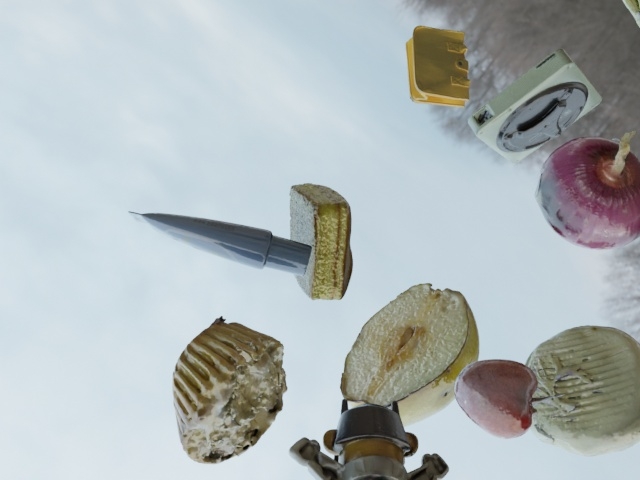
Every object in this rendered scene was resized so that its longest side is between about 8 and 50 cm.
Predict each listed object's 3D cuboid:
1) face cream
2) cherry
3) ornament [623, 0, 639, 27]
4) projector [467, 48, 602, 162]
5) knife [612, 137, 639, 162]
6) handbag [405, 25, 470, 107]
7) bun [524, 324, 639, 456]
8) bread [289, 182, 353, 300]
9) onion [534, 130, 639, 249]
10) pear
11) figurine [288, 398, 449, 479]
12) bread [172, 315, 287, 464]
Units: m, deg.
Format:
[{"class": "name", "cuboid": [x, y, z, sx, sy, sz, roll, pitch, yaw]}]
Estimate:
[{"class": "face cream", "cuboid": [-0.211, -0.003, 1.779, 0.385, 0.086, 0.135, 14, 173, -4]}, {"class": "cherry", "cuboid": [0.244, 0.209, 1.147, 0.126, 0.106, 0.087, 36, 166, -1]}, {"class": "ornament", "cuboid": [0.397, -0.247, 0.941, 0.180, 0.059, 0.201, -11, -123, -41]}, {"class": "projector", "cuboid": [0.498, -0.292, 1.919, 0.259, 0.257, 0.079, 19, -141, -55]}, {"class": "knife", "cuboid": [0.661, -0.161, 1.754, 0.210, 0.015, 0.028, 29, -129, -38]}, {"class": "handbag", "cuboid": [0.119, -0.175, 0.852, 0.061, 0.027, 0.083, 4, -115, -13]}, {"class": "bun", "cuboid": [0.524, 0.300, 1.655, 0.273, 0.273, 0.168, 54, -177, 38]}, {"class": "bread", "cuboid": [0.000, 0.000, 1.943, 0.110, 0.234, 0.184, -6, -157, -20]}, {"class": "onion", "cuboid": [0.481, -0.082, 1.508, 0.200, 0.200, 0.207, -18, -86, -65]}, {"class": "pear", "cuboid": [0.243, 0.309, 2.060, 0.340, 0.386, 0.191, 10, 145, 53]}, {"class": "figurine", "cuboid": [0.098, 0.420, 1.560, 0.308, 0.143, 0.308, 22, -137, -22]}, {"class": "bread", "cuboid": [-0.175, 0.283, 1.572, 0.149, 0.274, 0.274, 30, -164, 29]}]
